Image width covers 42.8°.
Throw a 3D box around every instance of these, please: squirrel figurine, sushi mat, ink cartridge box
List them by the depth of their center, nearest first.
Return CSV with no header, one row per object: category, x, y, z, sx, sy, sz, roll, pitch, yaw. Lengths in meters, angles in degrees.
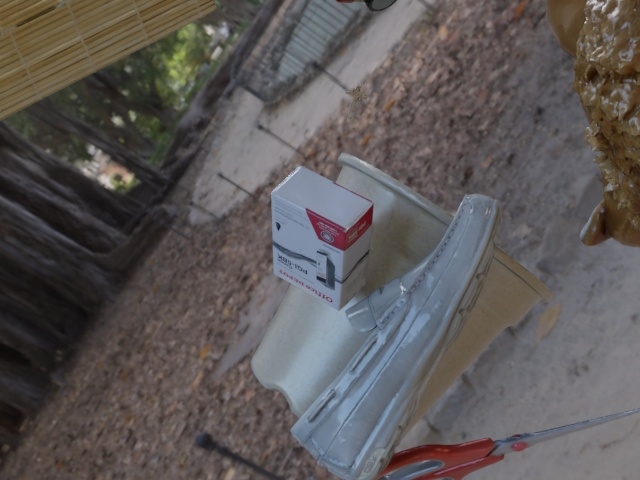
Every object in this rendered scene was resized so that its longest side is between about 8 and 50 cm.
sushi mat,-0.270,-0.242,0.849,0.316,0.152,0.019,-32,29,-15
ink cartridge box,0.000,0.000,0.903,0.056,0.099,0.135,-46,-27,-34
squirrel figurine,0.380,-0.130,0.919,0.397,0.280,0.371,-54,-35,-54

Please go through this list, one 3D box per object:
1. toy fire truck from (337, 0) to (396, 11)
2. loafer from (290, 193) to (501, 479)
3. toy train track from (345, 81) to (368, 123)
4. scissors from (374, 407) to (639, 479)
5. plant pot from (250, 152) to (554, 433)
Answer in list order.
toy fire truck,0.031,-0.447,1.134,0.246,0.159,0.217,-11,-21,-41
loafer,0.078,0.088,0.822,0.320,0.111,0.112,-60,-16,-1
toy train track,0.069,-0.278,1.654,0.014,0.048,0.083,-138,63,-79
scissors,0.181,0.211,0.837,0.297,0.109,0.021,-31,42,30
plant pot,0.080,0.103,1.086,0.306,0.333,0.334,-56,15,2
